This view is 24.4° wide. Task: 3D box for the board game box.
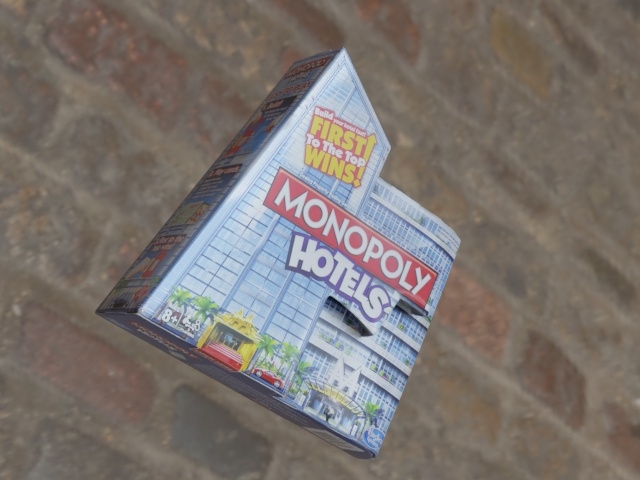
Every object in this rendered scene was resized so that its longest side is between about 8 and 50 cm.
[{"bbox_3d":[0.000,0.000,0.850,0.194,0.060,0.194,32,72,-27],"label":"board game box"}]
